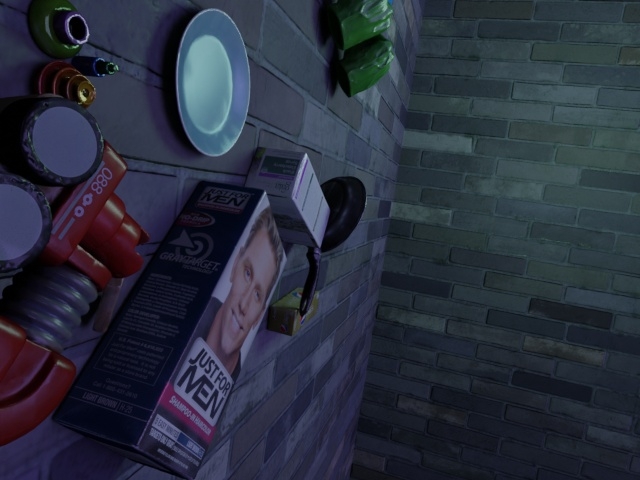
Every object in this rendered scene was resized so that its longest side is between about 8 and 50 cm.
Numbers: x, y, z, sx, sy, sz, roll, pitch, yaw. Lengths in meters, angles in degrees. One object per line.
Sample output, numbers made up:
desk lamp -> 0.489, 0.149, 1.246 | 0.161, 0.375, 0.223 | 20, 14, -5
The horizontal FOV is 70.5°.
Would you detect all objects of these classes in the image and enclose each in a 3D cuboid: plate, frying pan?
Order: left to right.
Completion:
plate -> -0.146, -0.208, 0.609 | 0.188, 0.024, 0.188 | 10, 90, -73
frying pan -> -0.013, -0.011, 1.035 | 0.053, 0.197, 0.326 | 32, 90, -36

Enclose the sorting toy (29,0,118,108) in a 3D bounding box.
sorting toy -> -0.209, -0.155, 0.390 | 0.061, 0.042, 0.102 | -27, 125, -70

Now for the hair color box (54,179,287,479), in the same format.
hair color box -> -0.161, 0.105, 0.601 | 0.174, 0.105, 0.347 | 79, 25, -52

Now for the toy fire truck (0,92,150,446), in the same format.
toy fire truck -> -0.216, 0.045, 0.350 | 0.246, 0.158, 0.217 | 61, 40, -50

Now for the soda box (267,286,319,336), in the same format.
soda box -> -0.059, 0.162, 1.061 | 0.181, 0.061, 0.058 | -24, 122, -71

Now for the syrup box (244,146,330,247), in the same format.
syrup box -> -0.055, -0.075, 0.876 | 0.237, 0.093, 0.096 | 63, 40, -64

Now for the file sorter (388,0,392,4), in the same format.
file sorter -> 0.116, -0.622, 1.114 | 0.170, 0.104, 0.118 | 19, 81, -73

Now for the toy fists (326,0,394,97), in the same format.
toy fists -> 0.100, -0.478, 1.081 | 0.096, 0.142, 0.279 | 58, -7, 30
